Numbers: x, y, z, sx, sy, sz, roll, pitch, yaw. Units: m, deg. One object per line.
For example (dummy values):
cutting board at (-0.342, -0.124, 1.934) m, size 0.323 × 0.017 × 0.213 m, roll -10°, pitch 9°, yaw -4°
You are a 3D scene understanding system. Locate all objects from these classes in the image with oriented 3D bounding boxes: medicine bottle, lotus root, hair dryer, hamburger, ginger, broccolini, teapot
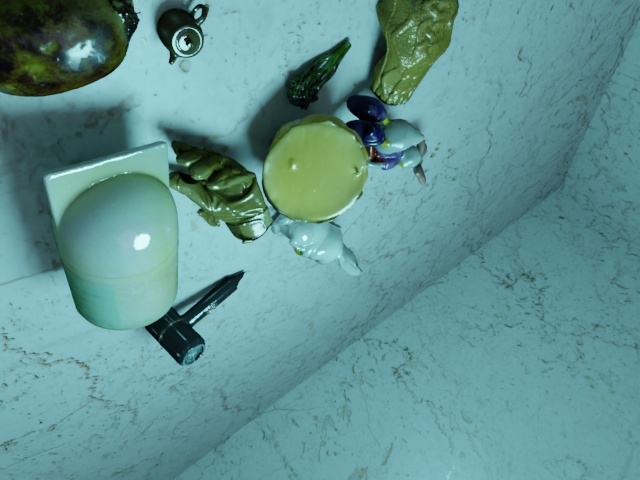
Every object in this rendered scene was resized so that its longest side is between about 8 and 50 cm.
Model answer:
medicine bottle at (-0.420, -0.014, 0.909) m, size 0.236 × 0.235 × 0.406 m, roll -19°, pitch 145°, yaw -32°
lotus root at (-0.403, -0.298, 0.629) m, size 0.314 × 0.141 × 0.169 m, roll -30°, pitch 145°, yaw -14°
hair dryer at (-0.361, 0.222, 1.395) m, size 0.352 × 0.189 × 0.107 m, roll -41°, pitch 155°, yaw -24°
hamburger at (-0.014, -0.191, 1.121) m, size 0.276 × 0.276 × 0.236 m, roll -47°, pitch -166°, yaw 13°
ginger at (-0.287, -0.088, 1.158) m, size 0.057 × 0.044 × 0.137 m, roll -36°, pitch 158°, yaw -44°
broccolini at (0.002, -0.396, 1.032) m, size 0.203 × 0.068 × 0.091 m, roll -44°, pitch 131°, yaw 7°
teapot at (-0.242, -0.373, 0.782) m, size 0.121 × 0.068 × 0.076 m, roll -46°, pitch 150°, yaw 13°

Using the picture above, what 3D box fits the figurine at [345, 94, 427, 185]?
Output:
figurine at (0.219, -0.288, 1.286) m, size 0.421 × 0.194 × 0.154 m, roll 22°, pitch 71°, yaw -65°

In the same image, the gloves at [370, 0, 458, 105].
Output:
gloves at (0.232, -0.499, 1.056) m, size 0.203 × 0.155 × 0.356 m, roll -26°, pitch 145°, yaw -29°

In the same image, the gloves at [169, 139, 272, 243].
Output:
gloves at (-0.235, -0.127, 1.035) m, size 0.141 × 0.154 × 0.331 m, roll -65°, pitch 144°, yaw -25°

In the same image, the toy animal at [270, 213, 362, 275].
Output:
toy animal at (-0.005, -0.003, 1.407) m, size 0.326 × 0.208 × 0.154 m, roll 30°, pitch 94°, yaw -17°
